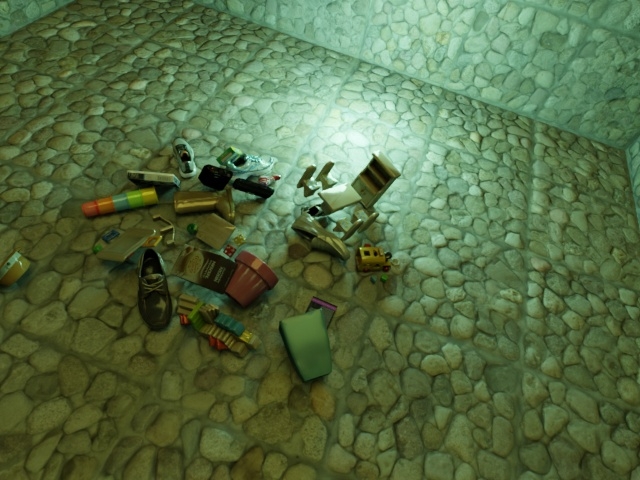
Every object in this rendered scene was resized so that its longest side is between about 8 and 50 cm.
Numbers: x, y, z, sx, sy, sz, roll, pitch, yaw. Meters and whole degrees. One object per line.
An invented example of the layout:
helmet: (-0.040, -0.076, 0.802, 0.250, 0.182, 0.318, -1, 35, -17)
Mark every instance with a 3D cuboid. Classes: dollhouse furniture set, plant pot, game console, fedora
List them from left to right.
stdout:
fedora: (-1.199, 0.115, 1.633, 0.079, 0.194, 0.194, 40, 46, -27)
game console: (-0.409, -0.274, 2.060, 0.362, 0.213, 0.043, 16, 74, -22)
plant pot: (-0.305, 0.171, 1.738, 0.201, 0.201, 0.180, 34, 70, 14)
plant pot: (-0.046, 0.410, 1.607, 0.166, 0.165, 0.234, -15, 71, -13)
dollhouse furniture set: (0.167, -0.256, 2.036, 0.394, 0.256, 0.362, -24, 70, -44)

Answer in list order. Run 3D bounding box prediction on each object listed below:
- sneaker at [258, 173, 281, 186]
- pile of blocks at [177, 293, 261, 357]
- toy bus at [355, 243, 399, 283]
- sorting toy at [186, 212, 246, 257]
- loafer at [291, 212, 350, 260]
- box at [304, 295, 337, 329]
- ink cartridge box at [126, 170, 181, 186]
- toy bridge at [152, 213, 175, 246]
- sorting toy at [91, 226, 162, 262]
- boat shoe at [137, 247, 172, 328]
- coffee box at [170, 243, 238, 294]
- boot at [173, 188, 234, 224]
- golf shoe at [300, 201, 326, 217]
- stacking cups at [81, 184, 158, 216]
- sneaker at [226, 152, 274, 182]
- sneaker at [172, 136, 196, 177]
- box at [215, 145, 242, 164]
sneaker: (-0.262, -0.309, 2.194, 0.119, 0.042, 0.066, -8, 51, -8)
pile of blocks: (-0.407, 0.337, 1.604, 0.363, 0.148, 0.112, 26, 52, 8)
toy bus: (0.264, 0.081, 1.963, 0.191, 0.104, 0.202, 34, 55, 14)
sorting toy: (-0.463, -0.030, 1.912, 0.275, 0.046, 0.132, 30, 79, 11)
loafer: (0.000, 0.000, 1.979, 0.320, 0.112, 0.111, 38, 67, 20)
box: (-0.011, 0.324, 1.771, 0.116, 0.029, 0.162, 23, 51, 7)
ink cartridge box: (-0.783, -0.284, 1.999, 0.207, 0.208, 0.045, 3, 87, -8)
toy bridge: (-0.701, -0.050, 1.917, 0.063, 0.026, 0.188, -24, 61, -28)
sorting toy: (-0.808, 0.024, 1.763, 0.348, 0.047, 0.196, 4, 41, 29)
boat shoe: (-0.676, 0.183, 1.677, 0.133, 0.130, 0.355, -13, 57, -20)
coffee box: (-0.474, 0.113, 1.700, 0.247, 0.098, 0.141, 12, 73, 36)
boot: (-0.549, -0.151, 1.994, 0.270, 0.089, 0.236, -5, 44, -15)
golf shoe: (0.003, -0.149, 2.085, 0.198, 0.094, 0.077, -17, 102, -16)
stacking cups: (-0.920, -0.180, 1.937, 0.317, 0.096, 0.095, -14, 57, -18)
sneaker: (-0.361, -0.396, 2.175, 0.283, 0.122, 0.110, -31, 47, -31)
sneaker: (-0.703, -0.448, 2.171, 0.101, 0.107, 0.271, -15, 56, -19)
box: (-0.461, -0.427, 2.162, 0.105, 0.179, 0.043, -38, 93, 9)
